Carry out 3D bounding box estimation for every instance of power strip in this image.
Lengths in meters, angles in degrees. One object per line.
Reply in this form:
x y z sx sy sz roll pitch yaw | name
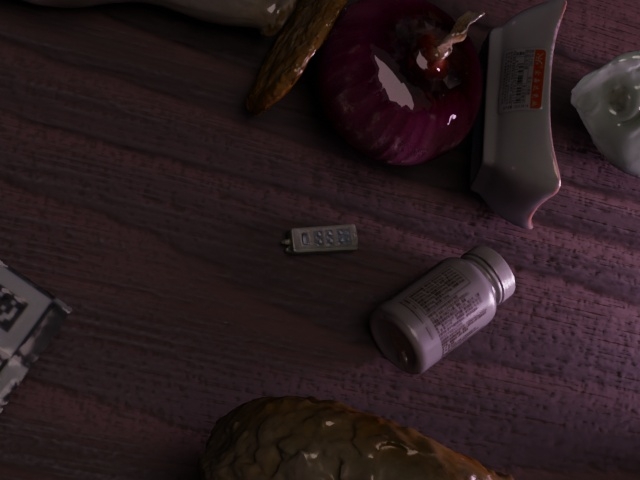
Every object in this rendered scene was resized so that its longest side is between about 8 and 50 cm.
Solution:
0.000 0.000 1.298 0.083 0.017 0.027 -4 76 -24 | power strip

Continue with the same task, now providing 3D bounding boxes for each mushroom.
-0.184 -0.269 1.251 0.351 0.097 0.109 7 59 -20 | mushroom

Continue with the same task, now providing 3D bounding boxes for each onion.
0.079 -0.161 1.300 0.177 0.153 0.177 -1 94 -15 | onion

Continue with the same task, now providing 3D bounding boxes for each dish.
0.199 -0.130 1.344 0.077 0.151 0.212 6 73 0 | dish

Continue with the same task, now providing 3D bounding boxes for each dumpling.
0.360 -0.145 1.415 0.219 0.108 0.152 26 103 -38 | dumpling

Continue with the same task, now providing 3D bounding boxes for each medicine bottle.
0.123 0.065 1.293 0.140 0.079 0.079 -34 90 -25 | medicine bottle

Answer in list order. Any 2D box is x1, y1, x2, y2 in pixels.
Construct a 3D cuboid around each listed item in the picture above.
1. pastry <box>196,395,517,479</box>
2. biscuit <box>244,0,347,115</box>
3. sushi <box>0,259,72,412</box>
0.048 0.232 1.101 0.330 0.330 0.136 31 68 -11 | pastry
-0.005 -0.226 1.299 0.029 0.118 0.247 35 66 -15 | biscuit
-0.450 0.094 1.075 0.359 0.064 0.343 36 63 -8 | sushi
